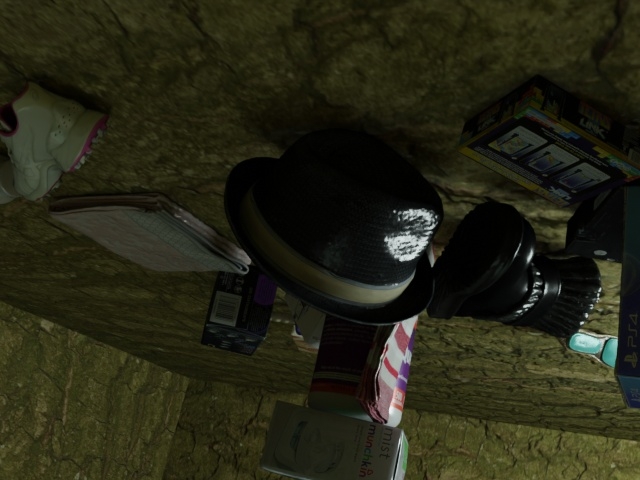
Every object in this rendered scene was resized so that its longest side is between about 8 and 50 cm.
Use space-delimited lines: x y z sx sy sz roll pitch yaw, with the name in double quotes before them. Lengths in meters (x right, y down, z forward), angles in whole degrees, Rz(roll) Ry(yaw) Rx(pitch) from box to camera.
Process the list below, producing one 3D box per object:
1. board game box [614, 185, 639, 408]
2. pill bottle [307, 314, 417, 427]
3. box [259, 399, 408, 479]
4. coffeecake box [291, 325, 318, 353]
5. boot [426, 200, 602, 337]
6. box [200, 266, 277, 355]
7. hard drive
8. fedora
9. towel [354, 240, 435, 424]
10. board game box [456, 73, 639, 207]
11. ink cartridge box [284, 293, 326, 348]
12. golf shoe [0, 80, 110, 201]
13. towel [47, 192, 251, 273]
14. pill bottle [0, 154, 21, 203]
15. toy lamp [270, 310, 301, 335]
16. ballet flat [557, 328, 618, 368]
"board game box" 0.484 0.068 0.771 0.291 0.231 0.141 1 154 29
"pill bottle" 0.091 0.194 1.395 0.182 0.322 0.181 11 160 4
"box" 0.036 0.398 1.315 0.231 0.126 0.262 9 160 13
"coffeecake box" 0.001 0.277 2.053 0.143 0.068 0.185 10 160 10
"boot" 0.334 0.053 1.131 0.260 0.131 0.348 9 160 -4
"box" -0.203 0.173 1.751 0.144 0.165 0.270 15 160 -7
"hard drive" 0.526 -0.018 0.942 0.339 0.064 0.237 11 160 7
"fedora" 0.044 -0.043 0.963 0.334 0.334 0.152 20 128 -20
"towel" 0.139 0.137 1.202 0.037 0.328 0.237 15 162 16
"board game box" 0.273 -0.111 0.846 0.170 0.048 0.141 26 158 -16
"ink cartridge box" 0.016 0.165 1.580 0.140 0.082 0.190 23 -164 -27
"golf shoe" -0.443 -0.156 1.120 0.140 0.115 0.306 35 146 -24
"towel" -0.360 -0.005 1.534 0.317 0.053 0.332 0 156 32
"pill bottle" -0.622 -0.113 1.335 0.170 0.094 0.094 0 157 31
"toy lamp" -0.122 0.207 1.925 0.275 0.080 0.080 5 159 18
"ballet flat" 0.612 0.232 1.589 0.206 0.073 0.067 23 -175 -20
